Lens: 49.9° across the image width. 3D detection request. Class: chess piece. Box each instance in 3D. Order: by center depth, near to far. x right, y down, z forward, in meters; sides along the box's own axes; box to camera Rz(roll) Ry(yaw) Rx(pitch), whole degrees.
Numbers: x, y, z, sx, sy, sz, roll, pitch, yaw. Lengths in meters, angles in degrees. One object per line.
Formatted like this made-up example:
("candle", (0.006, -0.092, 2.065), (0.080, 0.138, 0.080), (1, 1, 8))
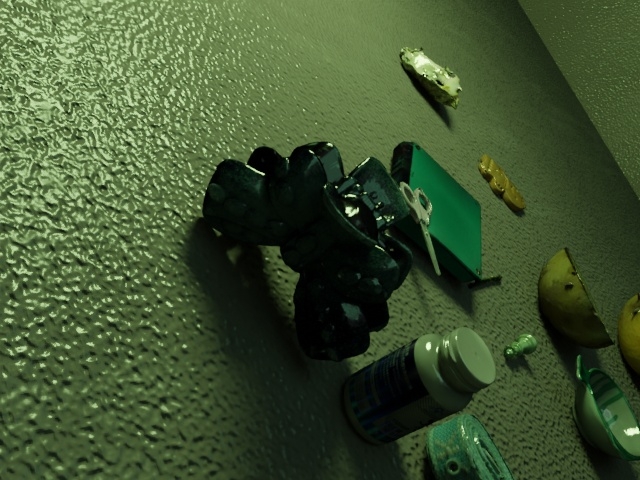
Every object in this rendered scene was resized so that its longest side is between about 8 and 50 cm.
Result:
("chess piece", (0.394, 0.215, 1.369), (0.093, 0.042, 0.042), (-10, 69, -50))

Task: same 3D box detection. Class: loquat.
("loquat", (0.918, 0.240, 1.804), (0.275, 0.275, 0.274), (32, 38, -30))

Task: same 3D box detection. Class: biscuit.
("biscuit", (0.486, -0.150, 1.833), (0.184, 0.027, 0.133), (54, 31, -1))

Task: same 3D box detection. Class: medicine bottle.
("medicine bottle", (0.129, 0.190, 0.910), (0.107, 0.191, 0.107), (32, 39, -31))

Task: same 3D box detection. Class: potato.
("potato", (0.582, 0.149, 1.604), (0.239, 0.116, 0.299), (56, 21, -9))

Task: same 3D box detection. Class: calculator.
("calculator", (0.236, -0.056, 1.397), (0.248, 0.058, 0.274), (37, 37, -22))

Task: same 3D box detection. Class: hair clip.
("hair clip", (0.002, -0.006, 0.913), (0.310, 0.206, 0.194), (53, 32, -1))

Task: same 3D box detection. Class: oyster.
("oyster", (0.287, -0.428, 1.806), (0.209, 0.072, 0.133), (33, 40, 3))

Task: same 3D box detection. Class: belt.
("belt", (0.219, 0.338, 0.993), (0.148, 0.082, 0.163), (20, 42, -56))

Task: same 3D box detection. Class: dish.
("dish", (0.577, 0.360, 1.430), (0.246, 0.078, 0.224), (50, 32, -8))

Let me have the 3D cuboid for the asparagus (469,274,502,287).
("asparagus", (0.351, 0.085, 1.456), (0.013, 0.016, 0.166), (32, 22, 30))

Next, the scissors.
("scissors", (0.188, -0.021, 1.247), (0.100, 0.015, 0.188), (15, 51, -46))
